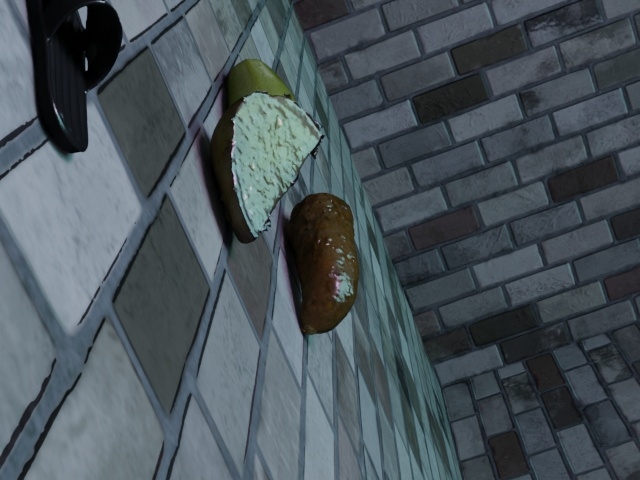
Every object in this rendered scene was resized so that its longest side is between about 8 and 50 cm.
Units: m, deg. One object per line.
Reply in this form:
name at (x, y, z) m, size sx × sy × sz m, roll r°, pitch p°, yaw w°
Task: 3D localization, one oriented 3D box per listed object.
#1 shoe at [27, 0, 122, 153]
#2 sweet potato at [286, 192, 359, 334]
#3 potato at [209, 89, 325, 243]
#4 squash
shoe at (-0.149, -0.124, 0.619) m, size 0.062 × 0.053 × 0.159 m, roll 55°, pitch 19°, yaw -53°
sweet potato at (0.000, -0.003, 1.286) m, size 0.341 × 0.092 × 0.114 m, roll -93°, pitch -174°, yaw -67°
potato at (-0.080, -0.074, 0.982) m, size 0.100 × 0.089 × 0.172 m, roll 46°, pitch 49°, yaw -23°
squash at (-0.080, -0.173, 1.215) m, size 0.224 × 0.094 × 0.094 m, roll -114°, pitch 180°, yaw -57°
